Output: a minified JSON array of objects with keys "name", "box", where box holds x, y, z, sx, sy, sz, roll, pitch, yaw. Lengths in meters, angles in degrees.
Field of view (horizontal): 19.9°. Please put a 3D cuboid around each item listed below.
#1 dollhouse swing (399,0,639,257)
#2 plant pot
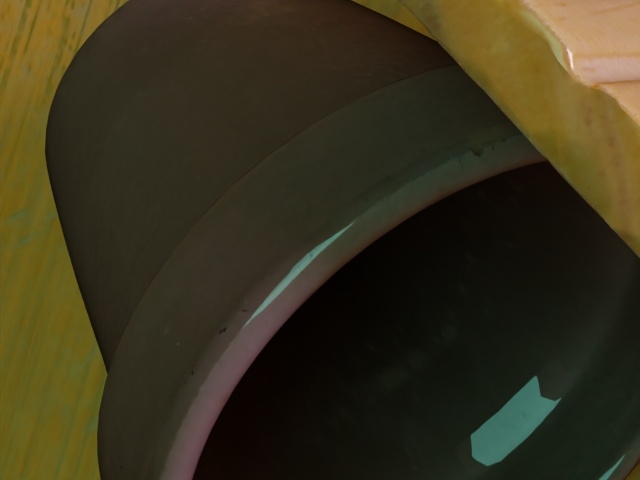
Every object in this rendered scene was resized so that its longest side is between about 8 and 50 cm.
[{"name":"dollhouse swing","box":[0.238,-0.100,0.615,0.315,0.305,0.347,-44,73,11]},{"name":"plant pot","box":[0.000,0.000,0.759,0.263,0.263,0.229,-46,50,8]}]
